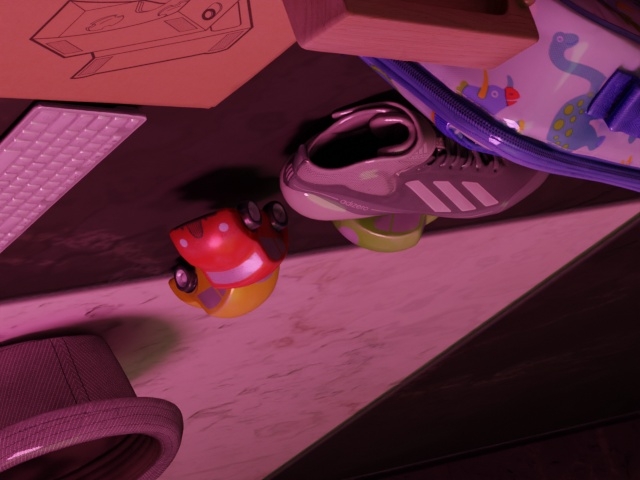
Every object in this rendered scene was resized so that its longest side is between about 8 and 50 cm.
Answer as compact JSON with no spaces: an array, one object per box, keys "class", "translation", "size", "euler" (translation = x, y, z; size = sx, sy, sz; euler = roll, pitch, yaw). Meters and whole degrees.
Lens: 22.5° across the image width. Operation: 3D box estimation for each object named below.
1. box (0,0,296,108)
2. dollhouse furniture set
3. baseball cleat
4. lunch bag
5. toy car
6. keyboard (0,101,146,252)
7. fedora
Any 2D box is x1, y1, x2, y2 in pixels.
[{"class":"box","translation":[-0.089,-0.114,0.804],"size":[0.201,0.021,0.164],"euler":[-1,158,-42]},{"class":"dollhouse furniture set","translation":[0.040,-0.158,0.550],"size":[0.123,0.151,0.144],"euler":[-29,162,37]},{"class":"baseball cleat","translation":[0.078,-0.055,1.084],"size":[0.205,0.072,0.109],"euler":[-12,164,-20]},{"class":"lunch bag","translation":[0.101,-0.096,0.759],"size":[0.219,0.176,0.090],"euler":[5,121,-53]},{"class":"toy car","translation":[0.000,0.000,1.192],"size":[0.225,0.053,0.239],"euler":[-17,171,-10]},{"class":"keyboard","translation":[-0.200,-0.025,1.005],"size":[0.072,0.014,0.256],"euler":[-4,159,-39]},{"class":"fedora","translation":[-0.248,0.167,1.402],"size":[0.243,0.124,0.275],"euler":[-11,155,-26]}]
